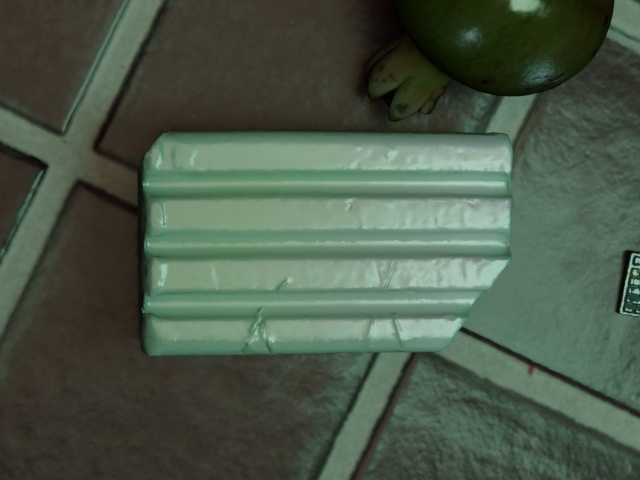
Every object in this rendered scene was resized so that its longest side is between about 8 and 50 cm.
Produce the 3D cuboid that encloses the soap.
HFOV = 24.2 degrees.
[{"bbox_3d":[0.000,0.000,1.175,0.289,0.095,0.173,-1,93,-7],"label":"soap"}]

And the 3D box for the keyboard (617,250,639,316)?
[{"bbox_3d":[0.340,0.049,1.261,0.176,0.014,0.055,10,95,-7],"label":"keyboard"}]

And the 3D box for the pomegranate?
[{"bbox_3d":[0.116,-0.187,1.145,0.210,0.179,0.179,-23,96,7],"label":"pomegranate"}]
